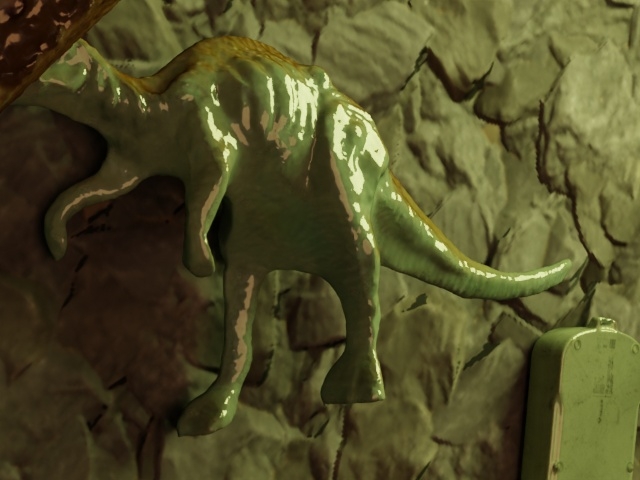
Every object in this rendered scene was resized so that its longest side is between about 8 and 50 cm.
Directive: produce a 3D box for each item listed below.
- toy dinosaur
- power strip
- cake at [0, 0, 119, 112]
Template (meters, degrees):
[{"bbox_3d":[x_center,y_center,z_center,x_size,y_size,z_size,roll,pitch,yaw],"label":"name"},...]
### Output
[{"bbox_3d":[0.000,0.000,0.968,0.393,0.092,0.205,3,85,-29],"label":"toy dinosaur"},{"bbox_3d":[0.156,0.159,1.132,0.080,0.029,0.227,7,88,-39],"label":"power strip"},{"bbox_3d":[-0.172,-0.105,0.828,0.295,0.113,0.116,-44,92,-16],"label":"cake"}]
